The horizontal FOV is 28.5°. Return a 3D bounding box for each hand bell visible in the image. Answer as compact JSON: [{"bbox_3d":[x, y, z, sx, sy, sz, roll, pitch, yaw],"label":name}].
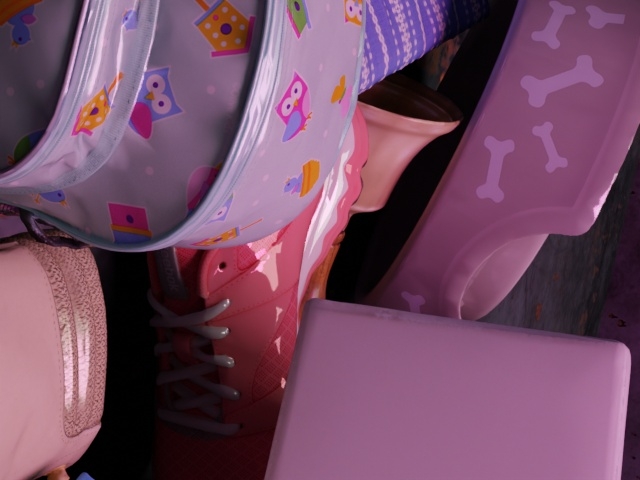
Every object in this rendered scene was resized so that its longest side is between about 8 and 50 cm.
[{"bbox_3d":[0.000,0.000,0.899,0.126,0.126,0.242,-27,140,-63],"label":"hand bell"}]

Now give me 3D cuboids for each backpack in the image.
[{"bbox_3d":[-0.084,-0.077,0.478,0.144,0.188,0.166,5,99,-69],"label":"backpack"}]

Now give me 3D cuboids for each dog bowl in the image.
[{"bbox_3d":[0.135,-0.063,0.985,0.349,0.102,0.349,-90,-154,-82],"label":"dog bowl"}]

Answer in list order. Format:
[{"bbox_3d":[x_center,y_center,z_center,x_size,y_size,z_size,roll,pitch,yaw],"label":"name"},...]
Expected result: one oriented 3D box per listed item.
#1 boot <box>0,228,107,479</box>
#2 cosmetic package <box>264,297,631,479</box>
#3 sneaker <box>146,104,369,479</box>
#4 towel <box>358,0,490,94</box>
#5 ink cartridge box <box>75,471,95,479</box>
[{"bbox_3d":[-0.177,0.119,0.502,0.203,0.095,0.262,-8,113,-73],"label":"boot"},{"bbox_3d":[0.032,0.283,0.574,0.230,0.161,0.453,80,20,-60],"label":"cosmetic package"},{"bbox_3d":[-0.066,0.039,0.744,0.136,0.116,0.314,18,79,-59],"label":"sneaker"},{"bbox_3d":[0.037,-0.230,0.806,0.336,0.040,0.243,-38,120,-58],"label":"towel"},{"bbox_3d":[-0.130,0.189,0.488,0.104,0.061,0.181,-54,-179,34],"label":"ink cartridge box"}]
